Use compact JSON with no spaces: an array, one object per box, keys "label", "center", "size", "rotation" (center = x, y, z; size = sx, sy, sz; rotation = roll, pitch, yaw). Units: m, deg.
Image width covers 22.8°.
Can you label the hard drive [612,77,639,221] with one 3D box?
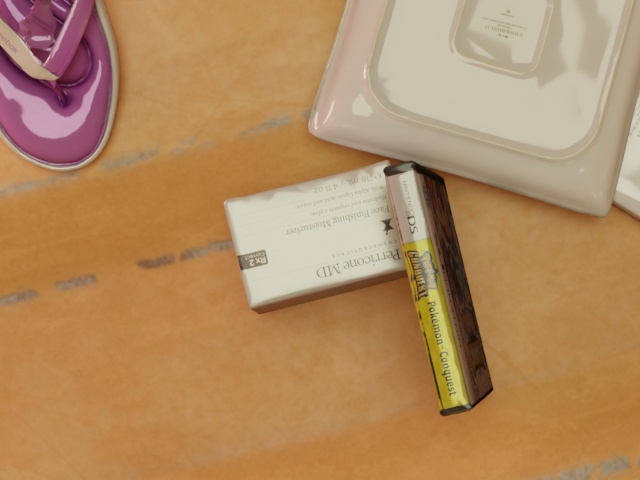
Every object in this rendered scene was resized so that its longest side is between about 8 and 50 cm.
[{"label":"hard drive","center":[0.293,-0.187,1.792],"size":[0.318,0.040,0.210],"rotation":[32,87,2]}]

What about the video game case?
[{"label":"video game case","center":[0.128,0.048,1.660],"size":[0.035,0.275,0.248],"rotation":[-14,86,11]}]

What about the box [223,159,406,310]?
[{"label":"box","center":[0.000,0.000,1.709],"size":[0.181,0.182,0.119],"rotation":[-14,86,-1]}]

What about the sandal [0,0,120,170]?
[{"label":"sandal","center":[-0.316,-0.276,1.727],"size":[0.169,0.102,0.416],"rotation":[-4,102,0]}]

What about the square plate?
[{"label":"square plate","center":[0.196,-0.235,1.750],"size":[0.347,0.049,0.344],"rotation":[16,87,1]}]
